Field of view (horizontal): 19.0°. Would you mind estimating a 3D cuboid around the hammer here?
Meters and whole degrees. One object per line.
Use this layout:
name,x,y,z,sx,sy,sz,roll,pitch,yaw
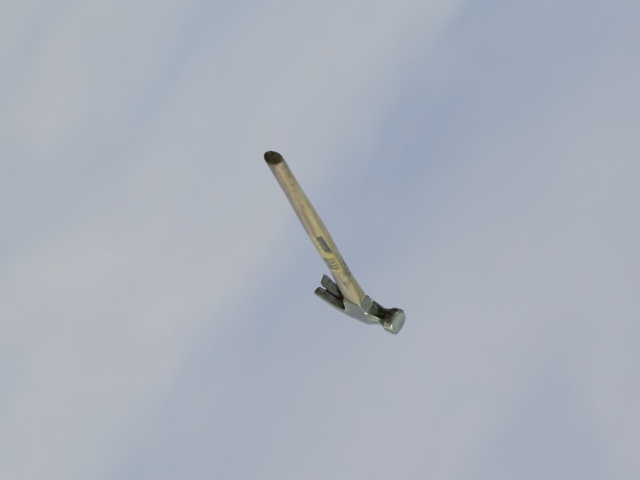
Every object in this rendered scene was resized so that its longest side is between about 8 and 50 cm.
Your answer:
hammer,0.000,0.000,1.244,0.062,0.182,0.017,17,-117,35
